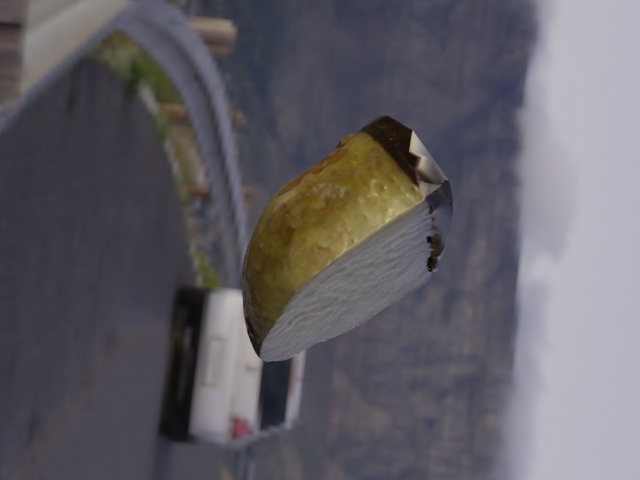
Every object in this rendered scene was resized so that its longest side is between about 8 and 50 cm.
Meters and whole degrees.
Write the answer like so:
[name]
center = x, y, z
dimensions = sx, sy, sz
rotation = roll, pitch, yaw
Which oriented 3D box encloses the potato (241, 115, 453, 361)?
[potato]
center = 0.000, 0.000, 0.775
dimensions = 0.066, 0.103, 0.096
rotation = 52, -20, 24
